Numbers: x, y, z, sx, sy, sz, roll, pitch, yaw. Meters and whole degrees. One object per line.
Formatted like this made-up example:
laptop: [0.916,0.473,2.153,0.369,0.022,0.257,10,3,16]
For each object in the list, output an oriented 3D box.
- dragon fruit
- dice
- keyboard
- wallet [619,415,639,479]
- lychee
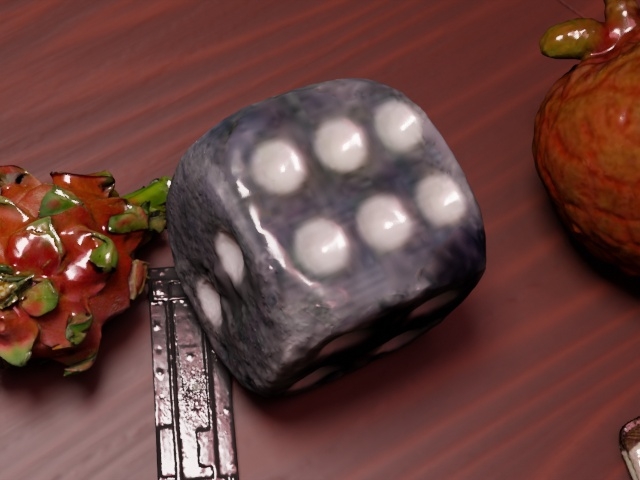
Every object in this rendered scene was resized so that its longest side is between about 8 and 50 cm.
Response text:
dragon fruit: [-0.192,0.004,0.882,0.137,0.135,0.236,25,43,3]
dice: [0.000,0.000,0.865,0.182,0.183,0.181,-22,73,-26]
keyboard: [-0.099,0.114,0.897,0.061,0.013,0.204,-3,66,-9]
wallet: [0.425,0.180,0.920,0.335,0.068,0.275,-27,68,-12]
lychee: [0.292,-0.100,0.929,0.255,0.255,0.300,-49,111,-24]
